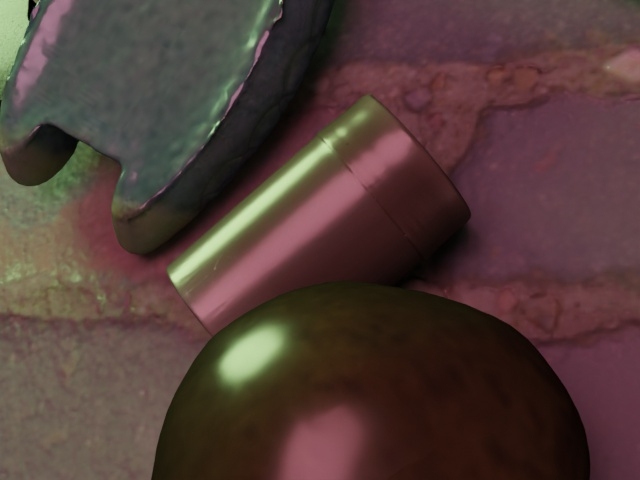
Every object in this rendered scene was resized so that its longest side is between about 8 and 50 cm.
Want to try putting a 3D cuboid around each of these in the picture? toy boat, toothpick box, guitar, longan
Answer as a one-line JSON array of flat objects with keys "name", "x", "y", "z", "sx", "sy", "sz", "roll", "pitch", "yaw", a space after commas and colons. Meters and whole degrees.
[{"name": "toy boat", "x": -0.102, "y": -0.155, "z": 0.897, "sx": 0.215, "sy": 0.123, "sz": 0.330, "roll": 27, "pitch": 89, "yaw": 25}, {"name": "toothpick box", "x": 0.000, "y": 0.000, "z": 0.766, "sx": 0.180, "sy": 0.111, "sz": 0.111, "roll": -41, "pitch": 58, "yaw": 1}, {"name": "guitar", "x": -0.286, "y": -0.209, "z": 1.027, "sx": 0.088, "sy": 0.025, "sz": 0.233, "roll": -27, "pitch": 59, "yaw": 9}, {"name": "longan", "x": 0.021, "y": 0.143, "z": 0.634, "sx": 0.246, "sy": 0.215, "sz": 0.246, "roll": -1, "pitch": 88, "yaw": 16}]
